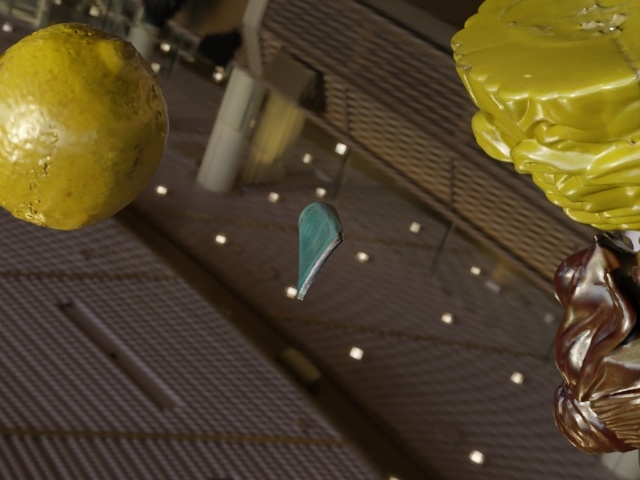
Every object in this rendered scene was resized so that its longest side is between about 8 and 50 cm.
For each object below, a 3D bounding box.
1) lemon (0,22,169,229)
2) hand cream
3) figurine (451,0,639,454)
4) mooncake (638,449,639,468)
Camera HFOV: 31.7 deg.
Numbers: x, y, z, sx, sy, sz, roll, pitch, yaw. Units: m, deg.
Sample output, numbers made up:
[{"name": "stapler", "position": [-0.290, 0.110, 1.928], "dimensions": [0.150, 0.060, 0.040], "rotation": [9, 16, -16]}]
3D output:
[{"name": "lemon", "position": [-0.333, -0.154, 1.509], "dimensions": [0.258, 0.310, 0.258], "rotation": [27, -148, -19]}, {"name": "hand cream", "position": [0.000, 0.000, 1.223], "dimensions": [0.048, 0.083, 0.224], "rotation": [32, -167, -8]}, {"name": "figurine", "position": [0.204, -0.002, 0.706], "dimensions": [0.168, 0.315, 0.187], "rotation": [-29, -150, -11]}, {"name": "mooncake", "position": [0.379, 0.213, 0.935], "dimensions": [0.194, 0.356, 0.356], "rotation": [-4, -168, 24]}]
